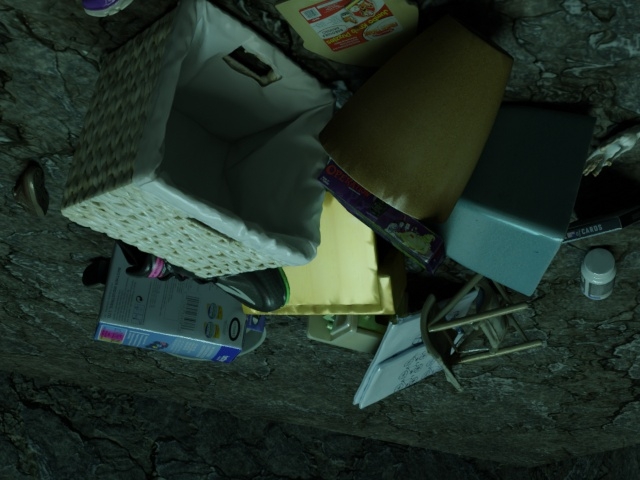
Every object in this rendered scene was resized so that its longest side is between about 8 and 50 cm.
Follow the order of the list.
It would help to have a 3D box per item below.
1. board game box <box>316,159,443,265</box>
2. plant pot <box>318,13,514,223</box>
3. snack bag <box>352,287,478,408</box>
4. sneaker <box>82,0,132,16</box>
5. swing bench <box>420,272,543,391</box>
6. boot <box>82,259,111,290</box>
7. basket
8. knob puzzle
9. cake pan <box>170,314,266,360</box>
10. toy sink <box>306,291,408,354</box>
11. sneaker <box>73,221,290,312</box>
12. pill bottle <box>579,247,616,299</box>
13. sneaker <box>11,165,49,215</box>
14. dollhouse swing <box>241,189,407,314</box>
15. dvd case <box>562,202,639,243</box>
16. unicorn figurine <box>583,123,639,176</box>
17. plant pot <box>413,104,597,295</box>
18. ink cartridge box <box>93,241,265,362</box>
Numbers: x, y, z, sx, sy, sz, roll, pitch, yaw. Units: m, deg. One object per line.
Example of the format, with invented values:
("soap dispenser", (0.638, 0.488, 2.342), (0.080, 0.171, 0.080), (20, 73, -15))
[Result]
("board game box", (0.112, -0.029, 1.365), (0.208, 0.056, 0.347), (33, -179, 10))
("plant pot", (0.165, -0.194, 1.228), (0.237, 0.237, 0.254), (22, 115, -31))
("snack bag", (0.256, 0.275, 2.134), (0.323, 0.037, 0.342), (-16, 141, -34))
("sneaker", (-0.278, -0.377, 1.167), (0.170, 0.068, 0.071), (-22, 129, 30))
("swing bench", (0.372, 0.208, 2.004), (0.255, 0.165, 0.253), (-31, 146, 4))
("boot", (-0.472, 0.110, 2.193), (0.263, 0.091, 0.229), (-6, 158, 31))
("basket", (-0.185, -0.138, 1.320), (0.266, 0.331, 0.328), (-16, 147, 41))
("knob puzzle", (0.058, -0.324, 1.227), (0.213, 0.030, 0.213), (4, 154, 2))
("cake pan", (-0.290, 0.231, 2.184), (0.293, 0.054, 0.293), (-4, 147, -3))
("toy sink", (0.100, 0.192, 2.154), (0.234, 0.153, 0.131), (18, 152, -22))
("sneaker", (-0.287, 0.027, 1.686), (0.483, 0.202, 0.185), (30, 139, -6))
("pill bottle", (0.633, 0.075, 1.889), (0.078, 0.078, 0.137), (-2, 154, 15))
("sneaker", (-0.632, -0.104, 1.780), (0.071, 0.066, 0.188), (10, 154, -7))
("dollhouse swing", (0.000, 0.000, 1.881), (0.347, 0.305, 0.315), (-2, -165, 14))
("dvd case", (0.537, -0.032, 1.602), (0.179, 0.029, 0.239), (-18, 179, 41))
("unicorn figurine", (0.517, -0.162, 1.428), (0.060, 0.111, 0.162), (60, 159, -13))
("plant pot", (0.301, -0.091, 1.444), (0.252, 0.247, 0.248), (19, 156, 9))
("ink cartridge box", (-0.310, 0.129, 1.965), (0.395, 0.270, 0.151), (12, 155, -13))
